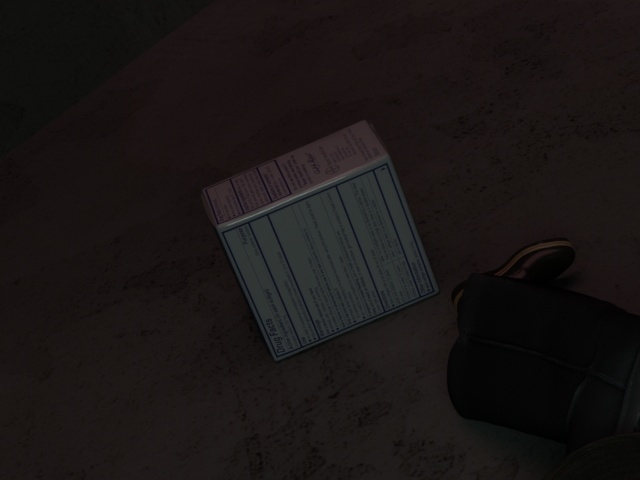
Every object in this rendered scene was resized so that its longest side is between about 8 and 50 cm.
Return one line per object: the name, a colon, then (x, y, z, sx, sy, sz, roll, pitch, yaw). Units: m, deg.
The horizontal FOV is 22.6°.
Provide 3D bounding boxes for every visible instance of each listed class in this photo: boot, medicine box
boot: (0.300, 0.088, 2.355, 0.198, 0.077, 0.137, -32, 34, 10)
boot: (0.282, 0.237, 2.014, 0.445, 0.146, 0.367, 16, 82, 61)
medicine box: (0.000, 0.000, 2.484, 0.289, 0.263, 0.149, -23, 30, -1)

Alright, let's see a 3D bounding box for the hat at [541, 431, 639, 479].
hat: (0.343, 0.349, 1.680, 0.331, 0.331, 0.134, -5, -9, 27)
